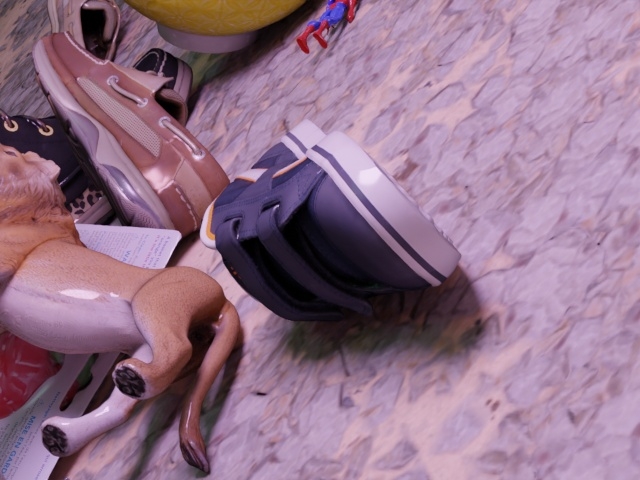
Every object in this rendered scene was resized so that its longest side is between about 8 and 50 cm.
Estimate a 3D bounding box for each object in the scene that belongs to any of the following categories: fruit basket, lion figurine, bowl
[{"bbox_3d":[-0.305,0.123,1.449,0.353,0.165,0.327,7,61,40],"label":"fruit basket"},{"bbox_3d":[-0.191,0.047,1.268,0.240,0.392,0.142,-36,-35,-50],"label":"lion figurine"},{"bbox_3d":[-0.120,-0.298,1.722,0.289,0.289,0.156,-86,2,-57],"label":"bowl"}]

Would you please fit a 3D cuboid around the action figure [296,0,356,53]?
[{"bbox_3d":[0.015,-0.226,1.568,0.038,0.030,0.115,-17,31,42],"label":"action figure"}]

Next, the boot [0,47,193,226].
[{"bbox_3d":[-0.338,-0.123,1.694,0.377,0.284,0.138,-52,22,-12],"label":"boot"}]

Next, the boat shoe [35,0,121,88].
[{"bbox_3d":[-0.325,-0.307,2.231,0.098,0.109,0.302,-30,33,26],"label":"boat shoe"}]

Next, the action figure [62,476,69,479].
[{"bbox_3d":[-0.225,0.248,1.064,0.164,0.141,0.276,-58,23,5],"label":"action figure"}]

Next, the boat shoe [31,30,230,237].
[{"bbox_3d":[-0.185,-0.110,1.548,0.116,0.123,0.324,-30,50,-10],"label":"boat shoe"}]

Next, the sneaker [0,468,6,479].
[{"bbox_3d":[-0.329,0.216,1.144,0.095,0.090,0.235,-2,10,37],"label":"sneaker"}]

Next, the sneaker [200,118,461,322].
[{"bbox_3d":[0.000,0.000,1.091,0.127,0.126,0.321,-43,11,-2],"label":"sneaker"}]
